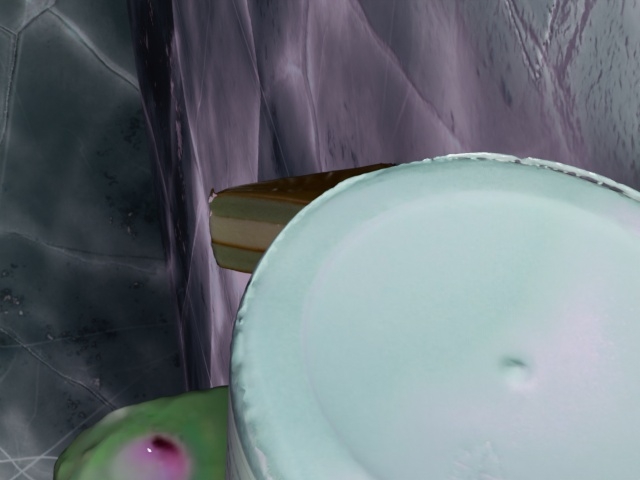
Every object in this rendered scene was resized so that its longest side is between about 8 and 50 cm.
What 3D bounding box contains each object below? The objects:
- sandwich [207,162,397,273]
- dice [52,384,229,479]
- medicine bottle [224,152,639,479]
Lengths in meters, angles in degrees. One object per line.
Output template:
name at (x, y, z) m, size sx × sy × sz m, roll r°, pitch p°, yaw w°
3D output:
sandwich at (0.000, 0.000, 0.976) m, size 0.113 × 0.163 × 0.079 m, roll -122°, pitch 28°, yaw -58°
dice at (-0.093, 0.350, 1.199) m, size 0.318 × 0.330 × 0.322 m, roll 98°, pitch 158°, yaw -53°
medicine bottle at (0.073, 0.140, 0.593) m, size 0.290 × 0.245 × 0.245 m, roll 96°, pitch 161°, yaw -48°
